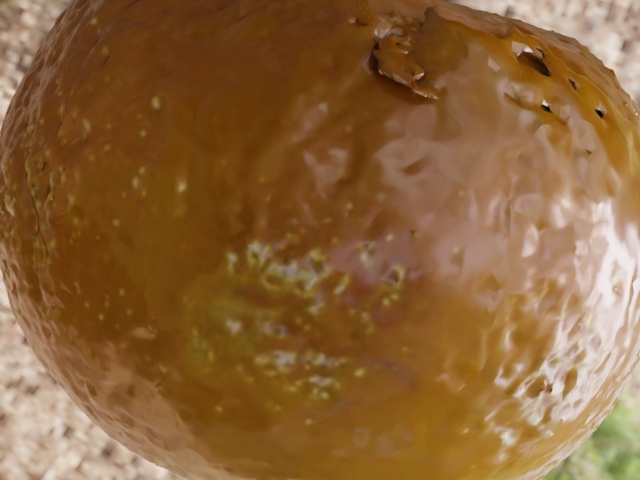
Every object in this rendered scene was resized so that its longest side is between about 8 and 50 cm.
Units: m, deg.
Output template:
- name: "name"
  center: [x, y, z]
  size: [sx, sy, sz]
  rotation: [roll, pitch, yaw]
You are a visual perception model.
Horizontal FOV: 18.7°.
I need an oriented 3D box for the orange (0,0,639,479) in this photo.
- name: "orange"
  center: [0.000, 0.000, 0.553]
  size: [0.193, 0.193, 0.161]
  rotation: [22, 90, -49]
